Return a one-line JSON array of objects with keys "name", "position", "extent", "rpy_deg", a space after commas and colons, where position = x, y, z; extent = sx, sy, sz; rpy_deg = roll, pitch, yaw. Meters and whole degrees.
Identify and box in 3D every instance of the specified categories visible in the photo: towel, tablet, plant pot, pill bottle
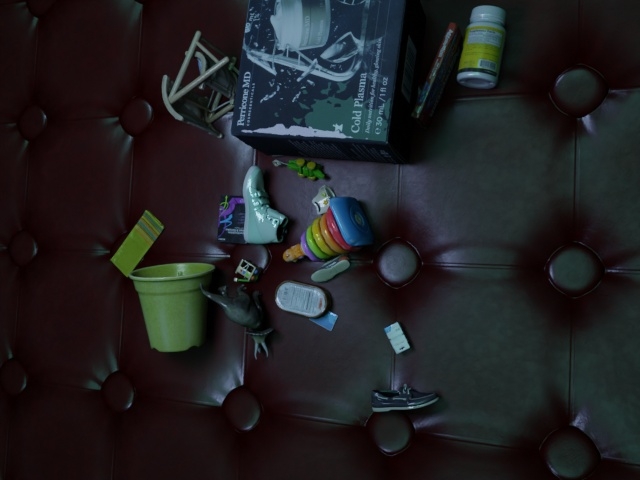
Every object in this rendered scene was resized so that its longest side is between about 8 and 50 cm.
[{"name": "towel", "position": [-0.658, 0.011, 2.192], "extent": [0.102, 0.021, 0.237], "rpy_deg": [42, 101, 19]}, {"name": "tablet", "position": [0.010, 0.243, 1.931], "extent": [0.083, 0.006, 0.054], "rpy_deg": [26, 95, 20]}, {"name": "plant pot", "position": [-0.472, 0.219, 1.999], "extent": [0.276, 0.276, 0.254], "rpy_deg": [-1, 97, 21]}, {"name": "pill bottle", "position": [0.467, -0.553, 1.756], "extent": [0.119, 0.119, 0.209], "rpy_deg": [10, 89, 21]}]

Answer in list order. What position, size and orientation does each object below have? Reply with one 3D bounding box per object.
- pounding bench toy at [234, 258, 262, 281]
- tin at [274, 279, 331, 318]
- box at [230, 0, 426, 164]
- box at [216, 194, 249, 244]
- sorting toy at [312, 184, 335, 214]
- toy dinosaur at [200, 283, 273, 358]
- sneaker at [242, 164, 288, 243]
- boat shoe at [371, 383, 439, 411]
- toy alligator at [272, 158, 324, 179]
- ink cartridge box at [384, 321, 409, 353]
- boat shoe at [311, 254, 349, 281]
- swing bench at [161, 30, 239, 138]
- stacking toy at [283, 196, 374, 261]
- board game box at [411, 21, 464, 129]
[{"name": "pounding bench toy", "position": [-0.239, 0.113, 2.009], "extent": [0.065, 0.052, 0.083], "rpy_deg": [31, 97, 19]}, {"name": "tin", "position": [-0.059, 0.187, 1.941], "extent": [0.189, 0.040, 0.106], "rpy_deg": [11, 93, 24]}, {"name": "box", "position": [0.033, -0.497, 1.811], "extent": [0.471, 0.297, 0.480], "rpy_deg": [6, 87, 20]}, {"name": "box", "position": [-0.287, -0.070, 2.054], "extent": [0.116, 0.029, 0.162], "rpy_deg": [3, 88, 21]}, {"name": "sorting toy", "position": [0.011, -0.121, 1.940], "extent": [0.075, 0.045, 0.083], "rpy_deg": [-30, 75, 24]}, {"name": "toy dinosaur", "position": [-0.245, 0.218, 1.923], "extent": [0.121, 0.313, 0.160], "rpy_deg": [-35, 37, 4]}, {"name": "sneaker", "position": [-0.167, -0.114, 1.975], "extent": [0.151, 0.094, 0.256], "rpy_deg": [4, 97, 27]}, {"name": "boat shoe", "position": [0.243, 0.457, 1.791], "extent": [0.206, 0.075, 0.065], "rpy_deg": [-14, 84, 24]}, {"name": "toy alligator", "position": [-0.062, -0.242, 1.973], "extent": [0.189, 0.056, 0.051], "rpy_deg": [19, 51, 22]}, {"name": "ink cartridge box", "position": [0.232, 0.291, 1.831], "extent": [0.048, 0.028, 0.083], "rpy_deg": [-29, 76, 17]}, {"name": "boat shoe", "position": [0.032, 0.086, 1.916], "extent": [0.137, 0.049, 0.043], "rpy_deg": [-29, 34, 19]}, {"name": "swing bench", "position": [-0.363, -0.495, 1.994], "extent": [0.165, 0.253, 0.255], "rpy_deg": [45, 101, 18]}, {"name": "stacking toy", "position": [0.000, 0.000, 1.889], "extent": [0.302, 0.175, 0.166], "rpy_deg": [-29, 78, 28]}, {"name": "board game box", "position": [0.345, -0.473, 1.783], "extent": [0.027, 0.145, 0.281], "rpy_deg": [24, 95, 20]}]
